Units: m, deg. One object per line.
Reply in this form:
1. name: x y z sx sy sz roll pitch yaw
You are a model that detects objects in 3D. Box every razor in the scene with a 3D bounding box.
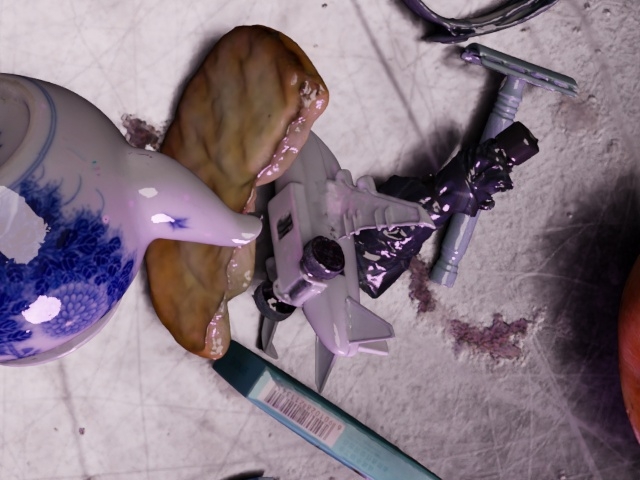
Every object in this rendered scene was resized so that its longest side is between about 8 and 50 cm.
1. razor: 0.159 -0.065 1.748 0.106 0.068 0.232 17 96 -15

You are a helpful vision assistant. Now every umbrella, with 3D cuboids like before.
1. umbrella: 0.107 -0.040 1.701 0.224 0.071 0.080 -37 109 19

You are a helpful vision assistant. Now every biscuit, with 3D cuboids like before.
1. biscuit: -0.091 -0.052 1.644 0.045 0.154 0.299 9 108 -50

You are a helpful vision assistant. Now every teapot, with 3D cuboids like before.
1. teapot: -0.264 0.004 1.566 0.424 0.252 0.280 -13 137 6

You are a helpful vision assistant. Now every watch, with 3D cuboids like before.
1. watch: 0.165 -0.292 1.720 0.206 0.068 0.193 -11 102 -10

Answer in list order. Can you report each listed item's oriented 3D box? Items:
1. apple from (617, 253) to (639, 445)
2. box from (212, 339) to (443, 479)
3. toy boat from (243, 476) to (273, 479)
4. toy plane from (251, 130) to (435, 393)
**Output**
1. apple: 0.455 0.101 1.714 0.305 0.338 0.338 -21 101 -31
2. box: 0.015 0.178 1.679 0.229 0.162 0.041 35 87 -15
3. toy boat: -0.046 0.280 1.740 0.149 0.034 0.105 7 96 -14
4. toy plane: -0.004 0.000 1.650 0.101 0.251 0.255 6 57 -38
